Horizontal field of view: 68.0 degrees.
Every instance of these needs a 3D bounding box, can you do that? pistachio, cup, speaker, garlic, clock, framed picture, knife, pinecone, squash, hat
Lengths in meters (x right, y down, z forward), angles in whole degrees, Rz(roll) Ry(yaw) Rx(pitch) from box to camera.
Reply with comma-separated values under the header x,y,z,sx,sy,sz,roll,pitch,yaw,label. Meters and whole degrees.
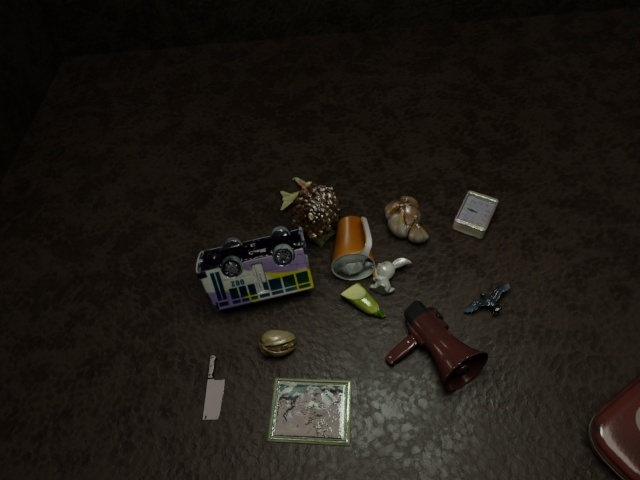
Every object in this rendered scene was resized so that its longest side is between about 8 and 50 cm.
x,y,z,sx,sy,sz,roll,pitch,yaw,label
-0.165,0.396,1.831,0.149,0.113,0.113,1,55,-11,pistachio
0.144,0.018,1.988,0.182,0.226,0.264,18,46,-20,cup
0.410,0.407,1.758,0.329,0.198,0.259,43,109,44,speaker
0.368,-0.080,2.060,0.160,0.191,0.214,-21,65,22,garlic
0.682,-0.115,2.093,0.146,0.071,0.192,23,62,20,clock
-0.035,0.611,1.713,0.295,0.019,0.233,0,56,6,framed picture
-0.400,0.552,1.800,0.072,0.019,0.246,-2,58,1,knife
-0.013,-0.135,2.047,0.224,0.225,0.272,10,23,13,pinecone
0.180,0.244,1.905,0.200,0.075,0.090,34,40,24,squash
0.000,0.000,2.104,0.145,0.067,0.146,-6,13,1,hat

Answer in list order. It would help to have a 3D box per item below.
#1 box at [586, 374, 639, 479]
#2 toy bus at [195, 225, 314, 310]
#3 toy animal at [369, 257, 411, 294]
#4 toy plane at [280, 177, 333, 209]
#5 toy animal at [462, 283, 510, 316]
x,y,z,sx,sy,sz,roll,pitch,yaw,label
1.069,0.605,1.535,0.403,0.108,0.263,-32,58,-14,box
-0.261,0.120,1.934,0.439,0.250,0.209,-13,27,-3,toy bus
0.280,0.135,1.974,0.127,0.131,0.182,31,68,-12,toy animal
-0.066,-0.210,2.226,0.255,0.104,0.242,-5,53,3,toy plane
0.663,0.241,1.858,0.220,0.062,0.108,-27,57,-4,toy animal
